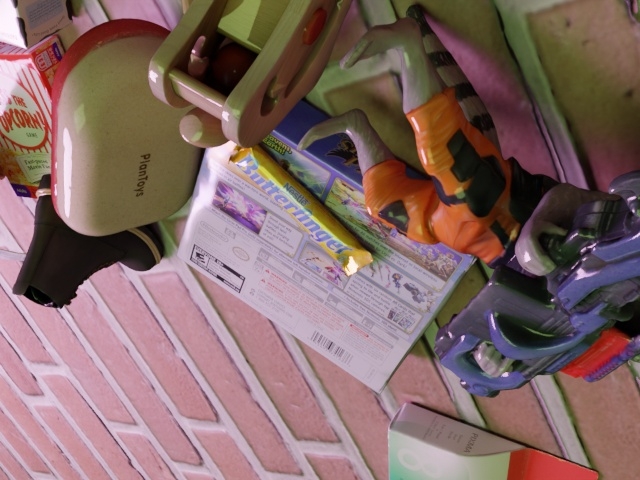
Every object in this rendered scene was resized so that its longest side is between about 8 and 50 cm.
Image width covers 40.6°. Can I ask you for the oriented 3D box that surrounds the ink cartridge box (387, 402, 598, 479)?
[{"bbox_3d":[0.187,0.293,0.989,0.225,0.056,0.181,18,135,25],"label":"ink cartridge box"}]

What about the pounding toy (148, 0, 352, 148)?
[{"bbox_3d":[-0.074,-0.175,0.643,0.155,0.154,0.269,30,120,10],"label":"pounding toy"}]

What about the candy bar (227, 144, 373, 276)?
[{"bbox_3d":[-0.019,-0.030,0.781,0.161,0.018,0.040,44,138,-6],"label":"candy bar"}]

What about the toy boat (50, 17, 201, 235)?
[{"bbox_3d":[-0.204,-0.124,0.857,0.151,0.151,0.231,55,146,27],"label":"toy boat"}]

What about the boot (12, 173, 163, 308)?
[{"bbox_3d":[-0.263,0.030,0.969,0.077,0.137,0.198,-2,155,30],"label":"boot"}]

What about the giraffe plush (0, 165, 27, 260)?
[{"bbox_3d":[-0.445,-0.073,1.024,0.181,0.170,0.210,-31,143,35],"label":"giraffe plush"}]

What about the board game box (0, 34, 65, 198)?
[{"bbox_3d":[-0.324,-0.135,0.982,0.147,0.045,0.193,7,130,31],"label":"board game box"}]

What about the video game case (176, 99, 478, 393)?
[{"bbox_3d":[0.000,0.000,0.853,0.270,0.061,0.244,33,139,7],"label":"video game case"}]

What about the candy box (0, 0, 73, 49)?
[{"bbox_3d":[-0.339,-0.299,0.825,0.165,0.070,0.196,18,134,22],"label":"candy box"}]

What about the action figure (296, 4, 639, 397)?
[{"bbox_3d":[0.157,-0.032,0.609,0.330,0.178,0.341,40,151,-1],"label":"action figure"}]
